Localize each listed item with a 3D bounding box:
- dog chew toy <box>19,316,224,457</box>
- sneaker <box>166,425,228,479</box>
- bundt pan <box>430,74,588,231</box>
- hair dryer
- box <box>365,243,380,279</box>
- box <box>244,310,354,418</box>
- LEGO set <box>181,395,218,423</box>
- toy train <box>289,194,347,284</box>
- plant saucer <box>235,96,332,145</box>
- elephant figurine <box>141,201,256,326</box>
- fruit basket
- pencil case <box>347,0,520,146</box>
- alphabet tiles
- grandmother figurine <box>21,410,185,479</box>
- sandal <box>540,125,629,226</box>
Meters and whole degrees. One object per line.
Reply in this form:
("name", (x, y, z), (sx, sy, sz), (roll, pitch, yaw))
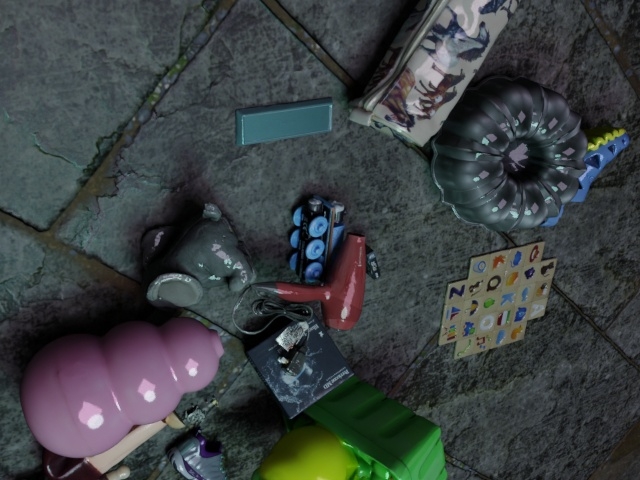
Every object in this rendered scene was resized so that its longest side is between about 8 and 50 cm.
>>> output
("dog chew toy", (-0.325, 0.230, 1.289), (0.331, 0.207, 0.207), (-21, 125, -8))
("sneaker", (-0.221, 0.482, 1.598), (0.098, 0.083, 0.224), (-43, 129, -11))
("bundt pan", (0.395, -0.165, 1.529), (0.330, 0.124, 0.331), (-3, 104, -13))
("hair dryer", (-0.005, 0.103, 1.411), (0.293, 0.080, 0.224), (-48, 132, -16))
("box", (0.087, 0.033, 1.541), (0.018, 0.083, 0.067), (-29, 126, -15))
("box", (-0.043, 0.246, 1.519), (0.156, 0.093, 0.158), (-33, 85, -13))
("LEGO set", (-0.243, 0.349, 1.545), (0.083, 0.023, 0.054), (-42, 129, -6))
("toy train", (0.000, 0.000, 1.476), (0.105, 0.080, 0.184), (-14, 122, -35))
("plant saucer", (-0.060, -0.211, 1.359), (0.192, 0.018, 0.067), (-13, 122, -27))
("elephant figurine", (-0.243, 0.058, 1.315), (0.239, 0.169, 0.186), (-25, 98, 1))
("fruit basket", (0.029, 0.468, 1.559), (0.392, 0.392, 0.283), (-26, 126, -18))
("pencil case", (0.212, -0.356, 1.356), (0.183, 0.160, 0.410), (26, 100, -47))
("alphabet tiles", (0.437, 0.147, 1.871), (0.342, 0.011, 0.285), (-11, 120, -27))
("grandmother figurine", (-0.430, 0.406, 1.414), (0.342, 0.104, 0.208), (-39, 121, -11))
("sandal", (0.552, -0.142, 1.696), (0.317, 0.126, 0.138), (-33, 105, -2))
